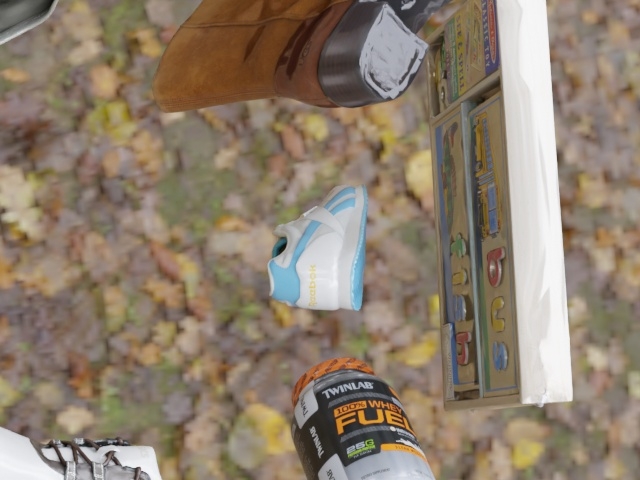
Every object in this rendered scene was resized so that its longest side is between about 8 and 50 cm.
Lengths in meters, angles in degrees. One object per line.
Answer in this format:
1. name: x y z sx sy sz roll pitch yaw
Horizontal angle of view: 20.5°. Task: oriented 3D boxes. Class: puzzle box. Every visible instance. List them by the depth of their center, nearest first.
1. puzzle box: 0.171 -0.034 1.764 0.052 0.272 0.408 -1 83 -12

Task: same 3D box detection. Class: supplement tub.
1. supplement tub: 0.039 0.210 1.735 0.117 0.117 0.190 28 25 -36

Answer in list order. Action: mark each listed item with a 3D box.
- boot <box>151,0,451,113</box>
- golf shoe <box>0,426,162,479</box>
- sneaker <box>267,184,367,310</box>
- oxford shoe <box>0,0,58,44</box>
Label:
1. boot: 0.010 -0.212 1.518 0.096 0.280 0.264 40 67 -34
2. golf shoe: -0.155 0.148 1.110 0.094 0.077 0.198 -46 127 2
3. sneaker: 0.000 0.000 1.753 0.228 0.092 0.087 -76 166 -71
4. oxford shoe: -0.239 -0.343 1.767 0.449 0.130 0.169 -39 142 7
